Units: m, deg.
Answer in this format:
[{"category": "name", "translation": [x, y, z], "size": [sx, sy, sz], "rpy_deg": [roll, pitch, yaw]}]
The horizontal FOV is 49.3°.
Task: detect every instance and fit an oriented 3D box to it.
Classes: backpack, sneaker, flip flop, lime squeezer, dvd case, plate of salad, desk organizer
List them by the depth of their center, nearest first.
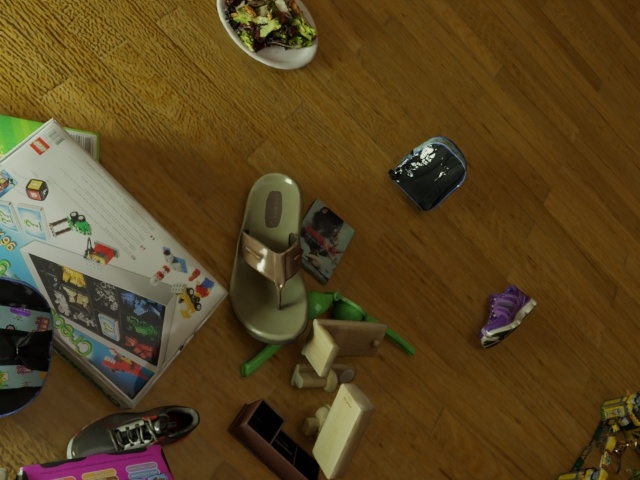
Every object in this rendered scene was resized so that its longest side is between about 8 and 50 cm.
[{"category": "backpack", "translation": [-0.368, 0.104, 0.706], "size": [0.173, 0.116, 0.158], "rpy_deg": [6, 82, -30]}, {"category": "sneaker", "translation": [-0.212, 0.220, 0.807], "size": [0.157, 0.065, 0.061], "rpy_deg": [-13, 76, -39]}, {"category": "desk organizer", "translation": [-0.053, 0.267, 0.906], "size": [0.130, 0.050, 0.047], "rpy_deg": [45, 50, -9]}, {"category": "flip flop", "translation": [-0.065, 0.013, 0.979], "size": [0.112, 0.080, 0.277], "rpy_deg": [5, 60, -5]}, {"category": "lime squeezer", "translation": [0.024, 0.126, 1.026], "size": [0.310, 0.059, 0.110], "rpy_deg": [1, 68, -36]}, {"category": "dvd case", "translation": [0.000, 0.000, 1.098], "size": [0.087, 0.013, 0.119], "rpy_deg": [41, 52, -12]}, {"category": "plate of salad", "translation": [-0.084, -0.387, 1.206], "size": [0.199, 0.048, 0.200], "rpy_deg": [15, 61, -29]}, {"category": "backpack", "translation": [0.199, -0.125, 1.233], "size": [0.105, 0.114, 0.084], "rpy_deg": [47, 30, -5]}, {"category": "sneaker", "translation": [0.318, 0.132, 1.237], "size": [0.071, 0.068, 0.170], "rpy_deg": [46, 40, 12]}]

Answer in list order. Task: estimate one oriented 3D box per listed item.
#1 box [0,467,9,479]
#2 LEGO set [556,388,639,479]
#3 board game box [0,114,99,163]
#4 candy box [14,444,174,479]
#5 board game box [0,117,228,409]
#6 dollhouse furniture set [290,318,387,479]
[{"category": "box", "translation": [-0.440, 0.237, 0.620], "size": [0.275, 0.094, 0.113], "rpy_deg": [23, 57, -25]}, {"category": "LEGO set", "translation": [0.582, 0.406, 1.191], "size": [0.331, 0.192, 0.255], "rpy_deg": [-25, 84, -40]}, {"category": "board game box", "translation": [-0.403, -0.096, 0.847], "size": [0.259, 0.039, 0.124], "rpy_deg": [9, 64, -35]}, {"category": "candy box", "translation": [-0.202, 0.330, 0.691], "size": [0.159, 0.071, 0.233], "rpy_deg": [4, 40, -41]}, {"category": "board game box", "translation": [-0.279, 0.028, 0.834], "size": [0.305, 0.053, 0.193], "rpy_deg": [47, 56, -14]}, {"category": "dollhouse furniture set", "translation": [0.051, 0.211, 0.944], "size": [0.123, 0.144, 0.151], "rpy_deg": [7, 25, -33]}]
